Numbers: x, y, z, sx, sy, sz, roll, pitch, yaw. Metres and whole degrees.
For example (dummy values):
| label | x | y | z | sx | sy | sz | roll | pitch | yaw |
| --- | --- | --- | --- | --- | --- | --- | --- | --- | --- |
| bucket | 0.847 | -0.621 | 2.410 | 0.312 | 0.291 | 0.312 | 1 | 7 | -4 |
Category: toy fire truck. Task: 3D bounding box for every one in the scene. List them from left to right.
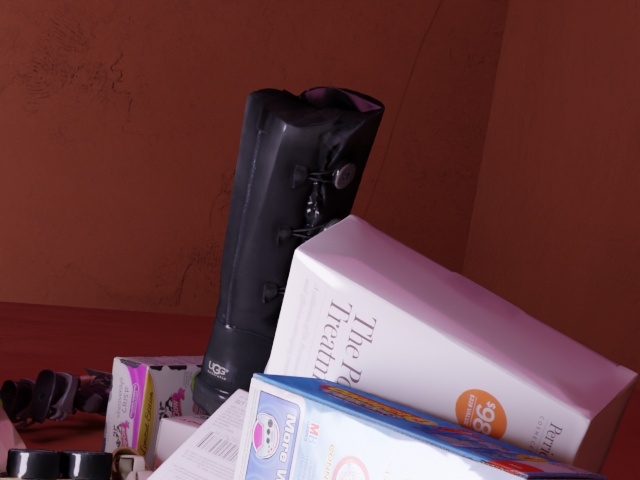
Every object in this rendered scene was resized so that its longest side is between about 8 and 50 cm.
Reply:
| label | x | y | z | sx | sy | sz | roll | pitch | yaw |
| --- | --- | --- | --- | --- | --- | --- | --- | --- | --- |
| toy fire truck | -0.366 | 0.264 | 1.743 | 0.217 | 0.158 | 0.246 | 6 | -7 | -33 |

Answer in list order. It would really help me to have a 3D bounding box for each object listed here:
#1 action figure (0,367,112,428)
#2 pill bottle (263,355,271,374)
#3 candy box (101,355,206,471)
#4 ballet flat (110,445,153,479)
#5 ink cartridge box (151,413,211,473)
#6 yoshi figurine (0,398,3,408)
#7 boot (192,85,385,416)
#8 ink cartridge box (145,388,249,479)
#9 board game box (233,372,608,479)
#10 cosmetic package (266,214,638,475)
| label | x | y | z | sx | sy | sz | roll | pitch | yaw |
| --- | --- | --- | --- | --- | --- | --- | --- | --- | --- |
| action figure | -0.360 | 0.243 | 2.372 | 0.185 | 0.099 | 0.285 | 4 | -4 | 31 |
| pill bottle | 0.113 | 0.238 | 2.002 | 0.363 | 0.210 | 0.210 | 32 | 14 | 26 |
| candy box | -0.196 | 0.245 | 2.208 | 0.071 | 0.159 | 0.233 | 10 | 4 | 38 |
| ballet flat | -0.227 | 0.303 | 1.908 | 0.080 | 0.073 | 0.232 | 8 | 4 | -21 |
| ink cartridge box | -0.090 | 0.298 | 2.123 | 0.172 | 0.100 | 0.237 | 11 | 4 | 30 |
| yoshi figurine | -0.545 | 0.213 | 2.152 | 0.203 | 0.203 | 0.362 | 50 | -30 | -20 |
| boot | -0.001 | 0.001 | 2.157 | 0.146 | 0.445 | 0.367 | 22 | 23 | 29 |
| ink cartridge box | -0.116 | 0.289 | 1.598 | 0.186 | 0.065 | 0.311 | 13 | 46 | 46 |
| board game box | 0.044 | 0.281 | 1.158 | 0.086 | 0.308 | 0.302 | 8 | 4 | -41 |
| cosmetic package | 0.077 | 0.207 | 1.344 | 0.284 | 0.377 | 0.097 | 28 | 35 | 23 |
